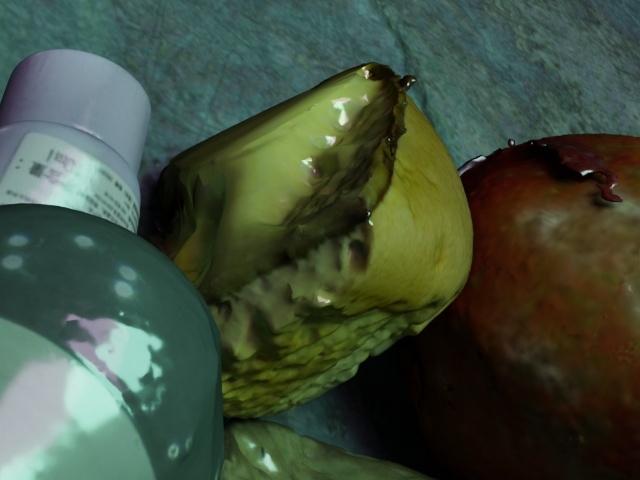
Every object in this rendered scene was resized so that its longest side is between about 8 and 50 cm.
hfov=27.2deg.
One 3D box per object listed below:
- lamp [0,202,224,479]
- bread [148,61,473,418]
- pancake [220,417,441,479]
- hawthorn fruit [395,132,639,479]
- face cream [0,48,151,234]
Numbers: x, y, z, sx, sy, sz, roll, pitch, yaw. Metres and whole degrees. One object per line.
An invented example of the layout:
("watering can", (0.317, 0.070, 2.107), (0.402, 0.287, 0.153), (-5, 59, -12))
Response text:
("lamp", (-0.136, 0.086, 0.512), (0.182, 0.182, 0.314), (49, 12, -3))
("bread", (0.000, 0.000, 0.804), (0.162, 0.204, 0.262), (47, 22, -22))
("pancake", (0.040, 0.176, 0.768), (0.242, 0.050, 0.242), (21, 13, -5))
("hawthorn fruit", (0.197, 0.079, 0.911), (0.316, 0.316, 0.316), (27, 43, -28))
("face cream", (-0.163, 0.020, 0.746), (0.154, 0.096, 0.273), (41, 44, -37))
